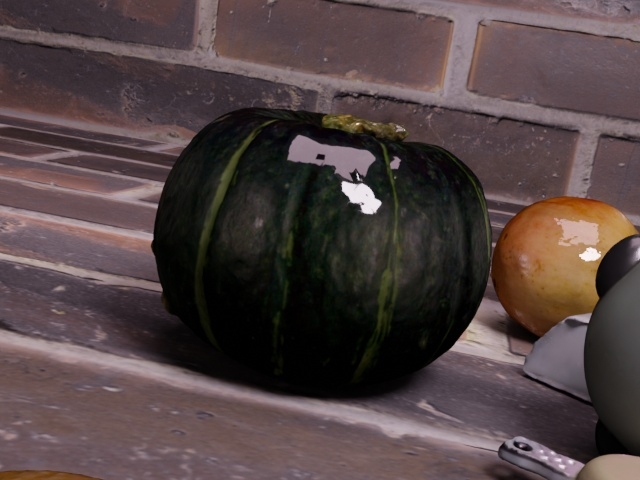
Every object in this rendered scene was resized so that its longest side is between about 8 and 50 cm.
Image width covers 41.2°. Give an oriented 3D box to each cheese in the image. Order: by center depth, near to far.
[{"bbox_3d":[0.203,0.177,0.588,0.171,0.047,0.092,13,9,19],"label":"cheese"}]

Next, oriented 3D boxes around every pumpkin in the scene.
[{"bbox_3d":[0.000,0.000,0.815,0.323,0.241,0.323,8,14,-2],"label":"pumpkin"}]

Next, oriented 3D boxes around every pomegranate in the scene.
[{"bbox_3d":[0.302,0.040,1.036,0.191,0.191,0.191,8,11,-2],"label":"pomegranate"}]

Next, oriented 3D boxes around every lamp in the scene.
[{"bbox_3d":[0.329,0.094,0.656,0.244,0.198,0.198,0,11,4],"label":"lamp"}]

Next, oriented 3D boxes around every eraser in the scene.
[{"bbox_3d":[0.429,0.123,0.939,0.397,0.082,0.213,-2,16,-42],"label":"eraser"}]

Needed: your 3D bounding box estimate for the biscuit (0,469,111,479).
[{"bbox_3d":[-0.193,0.162,0.297,0.350,0.070,0.394,17,14,37],"label":"biscuit"}]
